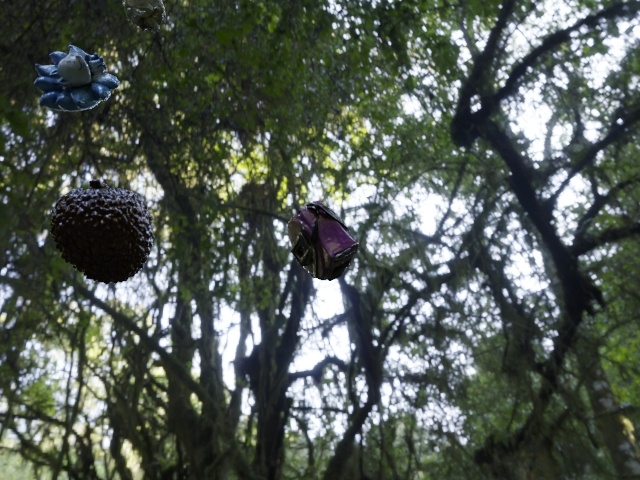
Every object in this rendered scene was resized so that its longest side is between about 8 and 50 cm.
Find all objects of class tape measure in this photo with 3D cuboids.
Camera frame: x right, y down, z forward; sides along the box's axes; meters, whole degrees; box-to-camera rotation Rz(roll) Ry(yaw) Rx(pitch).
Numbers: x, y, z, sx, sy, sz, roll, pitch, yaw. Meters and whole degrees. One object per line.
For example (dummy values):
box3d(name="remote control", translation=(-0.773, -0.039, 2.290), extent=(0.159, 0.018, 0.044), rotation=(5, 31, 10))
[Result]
box3d(name="tape measure", translation=(0.000, 0.000, 0.985), extent=(0.074, 0.118, 0.125), rotation=(-26, -25, -24))

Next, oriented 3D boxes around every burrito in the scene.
box3d(name="burrito", translation=(-0.270, -0.377, 0.903), extent=(0.058, 0.188, 0.045), rotation=(-21, -11, -1))

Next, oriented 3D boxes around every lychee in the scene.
box3d(name="lychee", translation=(-0.267, -0.010, 0.781), extent=(0.123, 0.123, 0.129), rotation=(-27, -93, 13))

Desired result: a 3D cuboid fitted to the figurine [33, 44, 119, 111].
box3d(name="figurine", translation=(-0.347, -0.218, 0.869), extent=(0.114, 0.114, 0.079), rotation=(6, -29, -15))
